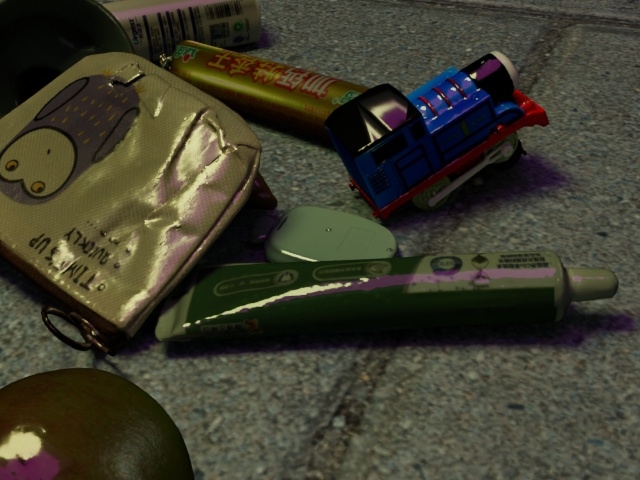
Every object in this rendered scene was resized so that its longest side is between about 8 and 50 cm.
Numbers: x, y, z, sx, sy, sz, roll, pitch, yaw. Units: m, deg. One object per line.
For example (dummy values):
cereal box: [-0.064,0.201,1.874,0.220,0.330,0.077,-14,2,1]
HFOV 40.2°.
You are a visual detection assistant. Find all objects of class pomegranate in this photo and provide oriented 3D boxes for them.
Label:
pomegranate: [-0.137,0.178,0.513,0.209,0.180,0.180,39,42,-5]

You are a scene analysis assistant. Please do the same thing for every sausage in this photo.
sausage: [-0.063,-0.184,1.064,0.371,0.082,0.082,22,43,31]

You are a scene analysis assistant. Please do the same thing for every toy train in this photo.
toy train: [0.117,-0.112,0.885,0.204,0.131,0.083,-33,40,-3]

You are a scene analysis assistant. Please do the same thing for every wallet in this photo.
wallet: [-0.213,-0.059,0.836,0.335,0.068,0.275,31,66,31]

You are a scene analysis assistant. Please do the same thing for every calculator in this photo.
calculator: [0.000,0.000,0.850,0.153,0.021,0.095,14,39,17]

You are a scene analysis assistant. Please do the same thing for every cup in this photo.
cup: [-0.334,-0.197,1.042,0.199,0.199,0.150,-23,22,-25]

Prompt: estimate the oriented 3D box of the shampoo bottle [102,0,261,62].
shampoo bottle: [-0.239,-0.293,1.217,0.303,0.092,0.092,-15,37,-14]

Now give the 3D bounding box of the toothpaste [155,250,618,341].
toothpaste: [0.056,0.047,0.752,0.392,0.061,0.099,-3,36,6]

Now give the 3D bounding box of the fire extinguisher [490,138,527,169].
fire extinguisher: [0.178,-0.136,1.007,0.064,0.043,0.158,1,33,-21]

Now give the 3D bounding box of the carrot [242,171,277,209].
carrot: [-0.148,-0.089,0.940,0.263,0.102,0.102,28,46,29]
